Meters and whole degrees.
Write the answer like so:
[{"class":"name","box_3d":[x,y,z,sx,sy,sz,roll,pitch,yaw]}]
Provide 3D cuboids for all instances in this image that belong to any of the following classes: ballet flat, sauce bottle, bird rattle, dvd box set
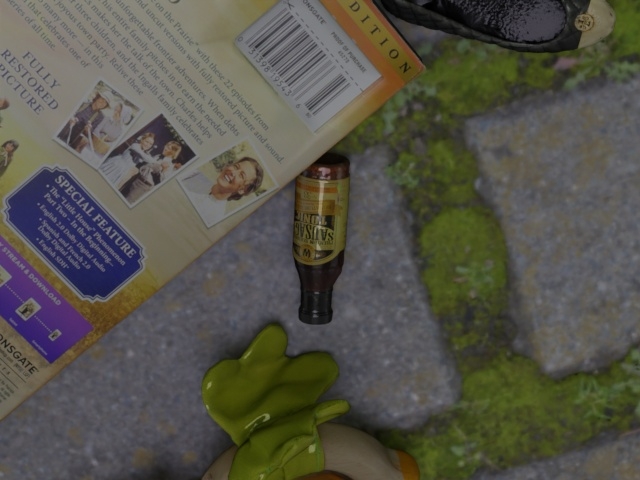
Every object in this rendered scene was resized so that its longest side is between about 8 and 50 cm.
[{"class":"ballet flat","box_3d":[0.126,-0.162,1.043,0.173,0.049,0.057,7,109,-5]},{"class":"sauce bottle","box_3d":[0.000,0.000,1.095,0.042,0.042,0.128,0,107,-3]},{"class":"bird rattle","box_3d":[-0.039,0.208,1.124,0.207,0.143,0.253,22,110,-26]},{"class":"dvd box set","box_3d":[-0.182,-0.104,1.024,0.420,0.062,0.307,-40,110,7]}]
